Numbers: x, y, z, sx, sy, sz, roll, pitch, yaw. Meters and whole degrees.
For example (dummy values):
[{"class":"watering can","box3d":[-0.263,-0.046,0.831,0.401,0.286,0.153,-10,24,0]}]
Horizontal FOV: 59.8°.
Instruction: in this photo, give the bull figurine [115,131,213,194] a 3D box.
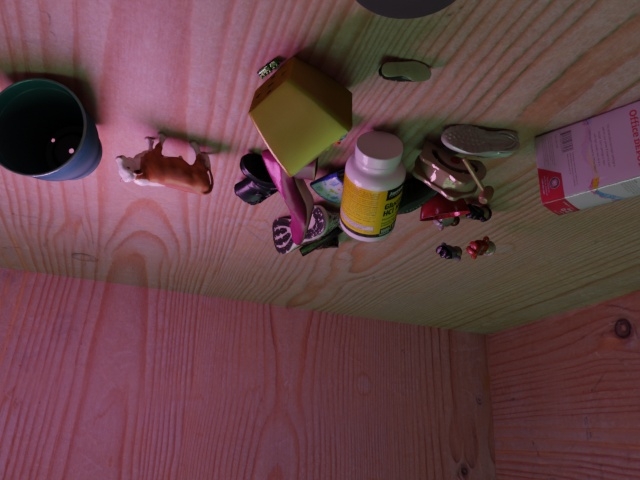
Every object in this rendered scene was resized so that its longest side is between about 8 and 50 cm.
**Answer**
[{"class":"bull figurine","box3d":[-0.487,-0.237,1.759,0.311,0.188,0.101,15,155,-28]}]

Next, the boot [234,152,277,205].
[{"class":"boot","box3d":[-0.236,-0.203,1.937,0.207,0.094,0.247,-19,156,37]}]

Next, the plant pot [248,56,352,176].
[{"class":"plant pot","box3d":[-0.060,-0.329,1.403,0.212,0.212,0.187,-35,119,27]}]

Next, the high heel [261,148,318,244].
[{"class":"high heel","box3d":[-0.114,-0.147,1.890,0.182,0.127,0.377,11,126,4]}]

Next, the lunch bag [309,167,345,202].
[{"class":"lunch bag","box3d":[0.058,-0.193,1.922,0.129,0.096,0.151,-16,161,41]}]

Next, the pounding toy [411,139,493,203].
[{"class":"pounding toy","box3d":[0.418,-0.224,1.664,0.270,0.154,0.154,37,137,16]}]

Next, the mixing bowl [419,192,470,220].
[{"class":"mixing bowl","box3d":[0.436,-0.133,1.985,0.182,0.098,0.181,-9,175,-1]}]

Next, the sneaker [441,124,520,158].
[{"class":"sneaker","box3d":[0.467,-0.282,1.658,0.235,0.090,0.095,8,168,-7]}]

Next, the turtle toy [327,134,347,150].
[{"class":"turtle toy","box3d":[0.032,-0.315,1.652,0.095,0.066,0.130,11,157,-19]}]

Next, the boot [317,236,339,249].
[{"class":"boot","box3d":[0.039,-0.006,2.436,0.106,0.082,0.219,-5,174,-8]}]

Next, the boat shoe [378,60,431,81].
[{"class":"boat shoe","box3d":[0.211,-0.422,1.390,0.133,0.048,0.042,1,-173,-12]}]

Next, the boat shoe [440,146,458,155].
[{"class":"boat shoe","box3d":[0.397,-0.278,1.746,0.100,0.035,0.035,-14,180,29]}]

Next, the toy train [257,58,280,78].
[{"class":"toy train","box3d":[-0.134,-0.440,1.424,0.024,0.017,0.083,31,147,-32]}]

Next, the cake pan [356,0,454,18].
[{"class":"cake pan","box3d":[0.171,-0.539,1.075,0.293,0.054,0.293,3,159,1]}]

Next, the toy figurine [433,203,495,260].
[{"class":"toy figurine","box3d":[0.551,-0.029,2.126,0.148,0.212,0.210,1,169,-44]}]

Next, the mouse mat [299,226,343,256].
[{"class":"mouse mat","box3d":[0.000,0.000,2.251,0.190,0.007,0.152,-33,-166,-1]}]

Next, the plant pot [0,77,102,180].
[{"class":"plant pot","box3d":[-0.761,-0.288,1.604,0.272,0.271,0.255,3,173,0]}]

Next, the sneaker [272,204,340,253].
[{"class":"sneaker","box3d":[-0.052,-0.038,2.301,0.182,0.157,0.410,-3,171,-38]}]

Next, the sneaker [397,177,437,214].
[{"class":"sneaker","box3d":[0.271,-0.159,1.927,0.341,0.139,0.125,-31,-174,25]}]

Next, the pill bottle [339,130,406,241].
[{"class":"pill bottle","box3d":[0.165,-0.169,1.752,0.188,0.187,0.333,4,138,-1]}]

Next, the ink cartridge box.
[{"class":"ink cartridge box","box3d":[0.781,-0.222,1.563,0.306,0.226,0.131,-15,152,41]}]
